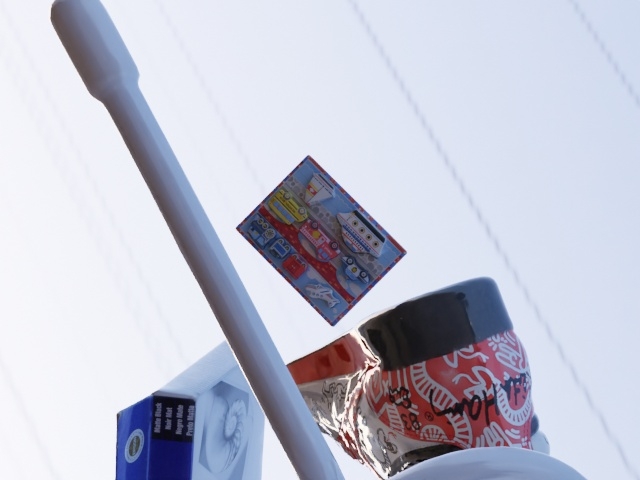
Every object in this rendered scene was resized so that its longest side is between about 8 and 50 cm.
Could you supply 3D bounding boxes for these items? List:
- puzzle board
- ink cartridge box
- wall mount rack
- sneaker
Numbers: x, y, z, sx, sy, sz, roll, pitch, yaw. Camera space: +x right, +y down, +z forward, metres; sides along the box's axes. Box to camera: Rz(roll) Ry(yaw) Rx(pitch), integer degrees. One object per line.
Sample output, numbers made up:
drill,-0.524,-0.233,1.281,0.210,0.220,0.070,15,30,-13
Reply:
puzzle board,0.000,0.000,1.398,0.128,0.011,0.096,45,-85,6
ink cartridge box,-0.114,0.221,1.403,0.045,0.224,0.223,11,-71,21
wall mount rack,-0.095,0.111,0.496,0.304,0.350,0.130,65,-7,-29
sneaker,0.050,0.117,0.837,0.270,0.090,0.145,137,-64,-71
